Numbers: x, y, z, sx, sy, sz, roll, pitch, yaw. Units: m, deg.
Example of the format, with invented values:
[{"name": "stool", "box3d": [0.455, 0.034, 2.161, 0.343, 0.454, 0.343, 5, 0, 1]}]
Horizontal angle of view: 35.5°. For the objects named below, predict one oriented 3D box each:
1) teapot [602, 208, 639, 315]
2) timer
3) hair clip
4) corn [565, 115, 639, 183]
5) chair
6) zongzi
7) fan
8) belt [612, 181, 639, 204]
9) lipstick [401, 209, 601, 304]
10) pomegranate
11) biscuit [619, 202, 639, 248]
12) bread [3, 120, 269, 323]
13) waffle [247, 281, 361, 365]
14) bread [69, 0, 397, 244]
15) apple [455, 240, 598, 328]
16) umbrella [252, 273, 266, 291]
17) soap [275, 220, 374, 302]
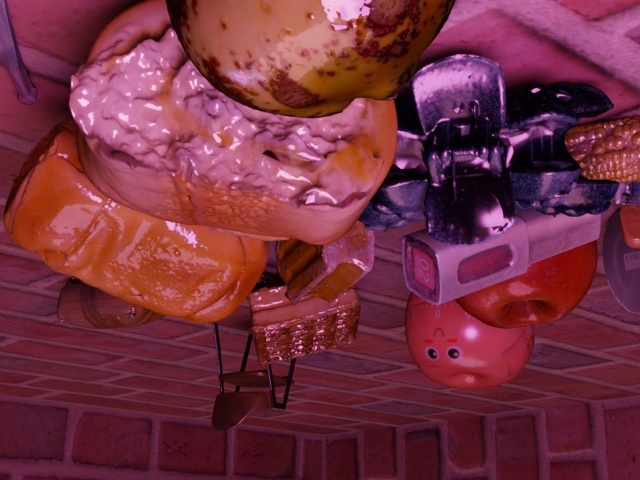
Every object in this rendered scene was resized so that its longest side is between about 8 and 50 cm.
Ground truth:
[{"name": "teapot", "box3d": [0.529, 0.021, 1.516, 0.149, 0.162, 0.239, -7, -171, -14]}, {"name": "timer", "box3d": [0.264, 0.149, 1.774, 0.230, 0.215, 0.229, 1, 162, 0]}, {"name": "hair clip", "box3d": [0.167, -0.098, 1.099, 0.310, 0.194, 0.206, -6, -177, 14]}, {"name": "corn", "box3d": [0.370, -0.108, 1.197, 0.288, 0.086, 0.086, -6, 161, 26]}, {"name": "chair", "box3d": [-0.153, 0.301, 2.215, 0.159, 0.247, 0.172, -12, 159, 37]}, {"name": "zongzi", "box3d": [-0.392, 0.126, 1.943, 0.194, 0.099, 0.197, -4, 168, 16]}, {"name": "fan", "box3d": [-0.321, -0.207, 1.020, 0.057, 0.023, 0.282, -7, 162, -4]}, {"name": "belt", "box3d": [0.477, -0.084, 1.268, 0.163, 0.082, 0.147, 3, 173, -19]}, {"name": "lipstick", "box3d": [0.222, 0.001, 1.204, 0.253, 0.079, 0.077, -17, -154, -26]}, {"name": "pomegranate", "box3d": [-0.026, -0.205, 0.711, 0.222, 0.204, 0.276, -27, 155, 20]}, {"name": "biscuit", "box3d": [0.522, -0.030, 1.335, 0.236, 0.144, 0.040, -3, 137, 6]}, {"name": "bread", "box3d": [-0.208, -0.019, 1.161, 0.294, 0.132, 0.167, 26, 130, -28]}, {"name": "waffle", "box3d": [-0.033, 0.149, 1.913, 0.213, 0.091, 0.308, -14, 161, -6]}, {"name": "bread", "box3d": [-0.084, -0.118, 1.008, 0.316, 0.211, 0.270, 14, 166, -4]}, {"name": "apple", "box3d": [0.268, 0.009, 1.381, 0.218, 0.201, 0.218, -1, 154, -1]}, {"name": "umbrella", "box3d": [-0.161, 0.092, 1.903, 0.050, 0.046, 0.188, 40, 150, -15]}, {"name": "soap", "box3d": [0.000, 0.000, 1.422, 0.080, 0.160, 0.257, 4, 163, -15]}]
